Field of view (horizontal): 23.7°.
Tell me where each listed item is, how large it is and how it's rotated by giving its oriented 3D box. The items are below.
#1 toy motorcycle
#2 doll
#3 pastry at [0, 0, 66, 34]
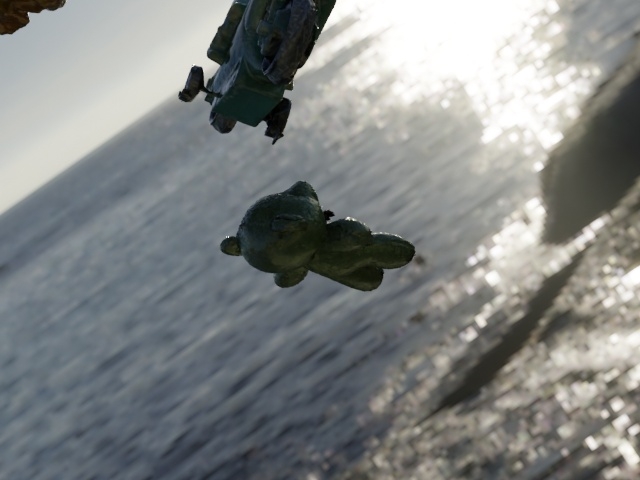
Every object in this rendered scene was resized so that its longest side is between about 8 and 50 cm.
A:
[{"bbox_3d":[-0.053,-0.209,1.479,0.296,0.109,0.198,144,144,-67],"label":"toy motorcycle"},{"bbox_3d":[0.000,0.000,1.211,0.115,0.150,0.077,-25,55,45],"label":"doll"},{"bbox_3d":[-0.245,-0.248,1.188,0.250,0.154,0.102,-27,48,34],"label":"pastry"}]
